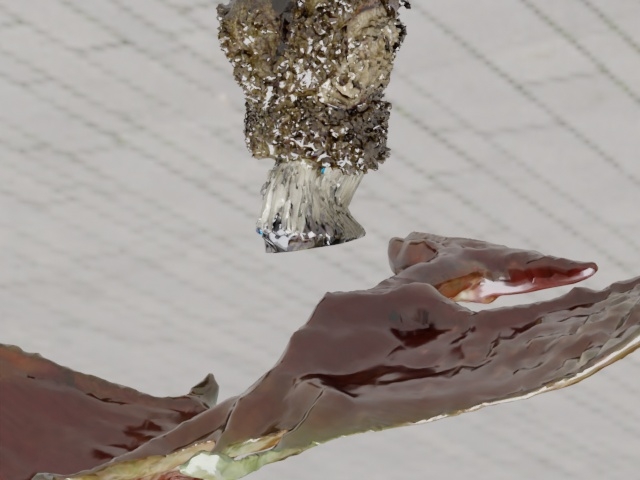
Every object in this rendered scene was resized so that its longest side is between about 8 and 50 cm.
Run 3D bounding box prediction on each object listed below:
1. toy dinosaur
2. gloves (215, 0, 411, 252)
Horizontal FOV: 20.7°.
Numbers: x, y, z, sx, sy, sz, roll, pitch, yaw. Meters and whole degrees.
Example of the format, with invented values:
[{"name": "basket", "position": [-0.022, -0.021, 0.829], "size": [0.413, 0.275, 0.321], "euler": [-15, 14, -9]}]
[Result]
[{"name": "toy dinosaur", "position": [0.000, 0.001, 0.472], "size": [0.206, 0.113, 0.327], "euler": [-26, -174, -28]}, {"name": "gloves", "position": [-0.004, -0.137, 1.625], "size": [0.135, 0.312, 0.210], "euler": [18, -172, 36]}]
